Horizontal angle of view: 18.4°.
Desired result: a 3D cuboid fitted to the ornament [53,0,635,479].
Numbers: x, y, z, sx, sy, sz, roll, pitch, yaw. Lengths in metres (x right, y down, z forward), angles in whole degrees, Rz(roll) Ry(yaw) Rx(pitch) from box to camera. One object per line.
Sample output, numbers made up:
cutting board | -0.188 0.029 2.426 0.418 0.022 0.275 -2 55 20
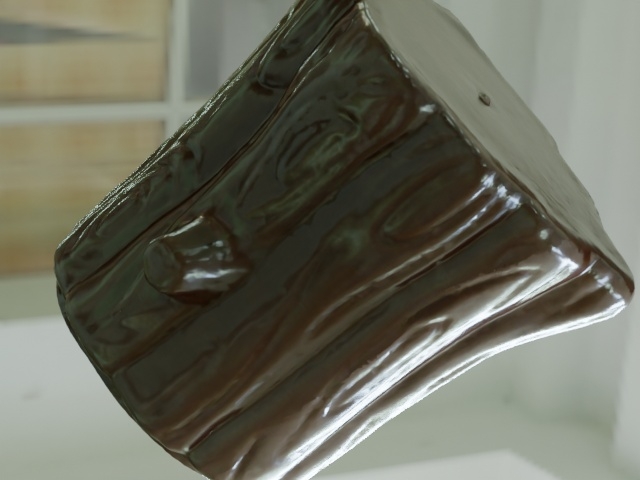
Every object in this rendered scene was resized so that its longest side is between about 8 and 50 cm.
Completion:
ornament | 0.000 0.000 0.970 0.217 0.221 0.235 -41 -105 15
